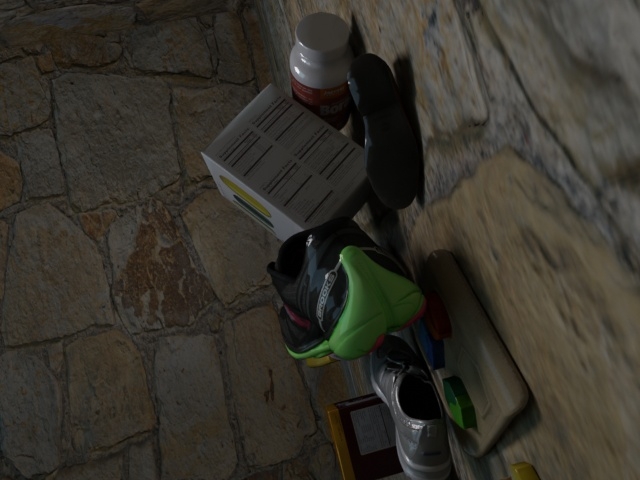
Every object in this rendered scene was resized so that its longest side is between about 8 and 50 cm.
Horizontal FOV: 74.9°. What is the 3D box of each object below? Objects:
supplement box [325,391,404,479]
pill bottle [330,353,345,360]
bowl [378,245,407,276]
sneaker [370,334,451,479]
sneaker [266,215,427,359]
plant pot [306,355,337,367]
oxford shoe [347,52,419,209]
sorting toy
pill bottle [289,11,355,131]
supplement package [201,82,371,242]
[{"bbox_3d":[0.120,0.375,0.832,0.191,0.194,0.128,93,163,-71],"label":"supplement box"},{"bbox_3d":[0.067,0.194,1.090,0.301,0.170,0.169,84,171,-58],"label":"pill bottle"},{"bbox_3d":[0.129,0.084,0.799,0.142,0.053,0.141,-113,11,-67],"label":"bowl"},{"bbox_3d":[0.154,0.240,0.694,0.281,0.105,0.115,-109,17,-64],"label":"sneaker"},{"bbox_3d":[0.013,0.082,0.705,0.202,0.186,0.483,61,159,8],"label":"sneaker"},{"bbox_3d":[0.054,0.330,1.478,0.187,0.213,0.211,151,107,-71],"label":"plant pot"},{"bbox_3d":[0.099,-0.149,0.584,0.076,0.076,0.212,-44,-57,-61],"label":"oxford shoe"},{"bbox_3d":[0.186,0.192,0.525,0.228,0.041,0.307,83,172,-50],"label":"sorting toy"},{"bbox_3d":[0.003,-0.309,0.796,0.216,0.121,0.121,89,167,-68],"label":"pill bottle"},{"bbox_3d":[-0.055,-0.123,0.838,0.263,0.198,0.199,37,165,10],"label":"supplement package"}]
